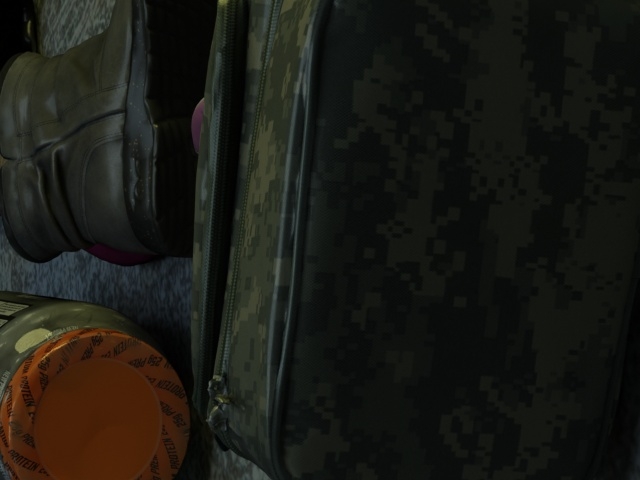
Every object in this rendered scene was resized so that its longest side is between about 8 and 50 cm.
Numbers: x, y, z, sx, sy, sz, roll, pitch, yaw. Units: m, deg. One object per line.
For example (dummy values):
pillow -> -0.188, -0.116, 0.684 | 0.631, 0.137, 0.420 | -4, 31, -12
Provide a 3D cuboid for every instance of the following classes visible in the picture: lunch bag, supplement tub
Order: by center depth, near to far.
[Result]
lunch bag -> 0.033, -0.012, 0.982 | 0.256, 0.212, 0.305 | -152, 66, -69
supplement tub -> -0.240, 0.144, 1.511 | 0.316, 0.193, 0.193 | 4, 91, 63

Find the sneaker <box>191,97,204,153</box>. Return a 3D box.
sneaker -> 0.000, 0.000, 1.173 | 0.095, 0.104, 0.236 | 4, 113, 52

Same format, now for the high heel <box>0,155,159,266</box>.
high heel -> -0.263, -0.052, 1.587 | 0.377, 0.181, 0.127 | 15, 100, 63

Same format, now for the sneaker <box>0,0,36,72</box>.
sneaker -> -0.361, -0.156, 1.880 | 0.146, 0.102, 0.293 | 18, 103, 62

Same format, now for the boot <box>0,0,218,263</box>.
boot -> -0.176, -0.149, 1.414 | 0.223, 0.118, 0.338 | 3, 84, 42
